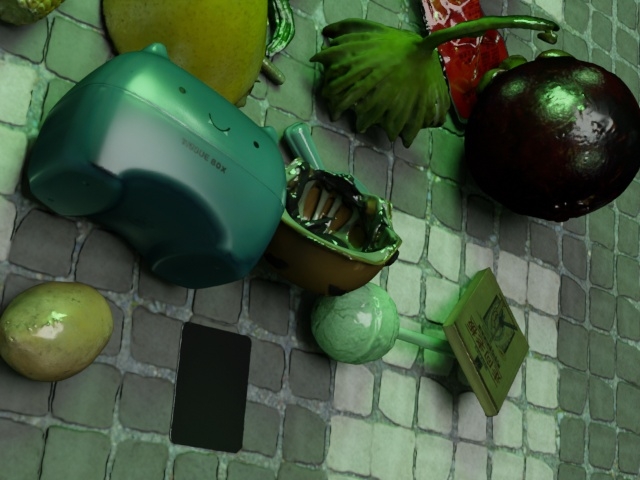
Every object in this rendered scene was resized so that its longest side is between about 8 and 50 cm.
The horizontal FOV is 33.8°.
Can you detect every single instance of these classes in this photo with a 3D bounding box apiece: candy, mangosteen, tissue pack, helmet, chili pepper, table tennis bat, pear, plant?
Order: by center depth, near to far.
[{"bbox_3d":[-0.184,-0.090,1.264,0.287,0.198,0.206,35,59,-26],"label":"tissue pack"},{"bbox_3d":[-0.147,-0.309,1.362,0.267,0.178,0.267,8,73,-27],"label":"pear"},{"bbox_3d":[0.000,0.000,1.403,0.198,0.130,0.224,23,30,-5],"label":"helmet"},{"bbox_3d":[0.144,-0.292,1.526,0.251,0.333,0.180,16,53,-24],"label":"plant"},{"bbox_3d":[0.009,-0.061,1.532,0.149,0.038,0.237,-36,106,-34],"label":"table tennis bat"},{"bbox_3d":[-0.063,-0.320,1.540,0.055,0.035,0.118,6,84,-26],"label":"chili pepper"},{"bbox_3d":[0.156,0.148,1.572,0.440,0.119,0.119,18,67,-44],"label":"candy"},{"bbox_3d":[0.381,-0.177,1.708,0.297,0.297,0.293,24,76,-34],"label":"mangosteen"}]

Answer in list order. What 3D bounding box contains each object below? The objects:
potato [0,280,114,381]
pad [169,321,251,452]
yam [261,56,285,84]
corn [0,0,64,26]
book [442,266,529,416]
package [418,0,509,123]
[{"bbox_3d":[-0.298,0.103,1.185,0.147,0.112,0.112,-26,96,-48],"label":"potato"},{"bbox_3d":[-0.140,0.190,1.361,0.112,0.003,0.157,18,67,-36],"label":"pad"},{"bbox_3d":[-0.093,-0.263,1.505,0.116,0.021,0.021,41,56,-27],"label":"yam"},{"bbox_3d":[-0.307,-0.407,1.292,0.131,0.131,0.344,37,60,-28],"label":"corn"},{"bbox_3d":[0.262,0.151,1.645,0.161,0.026,0.231,62,29,-9],"label":"book"},{"bbox_3d":[0.246,-0.350,1.785,0.194,0.071,0.269,-32,103,-33],"label":"package"}]
